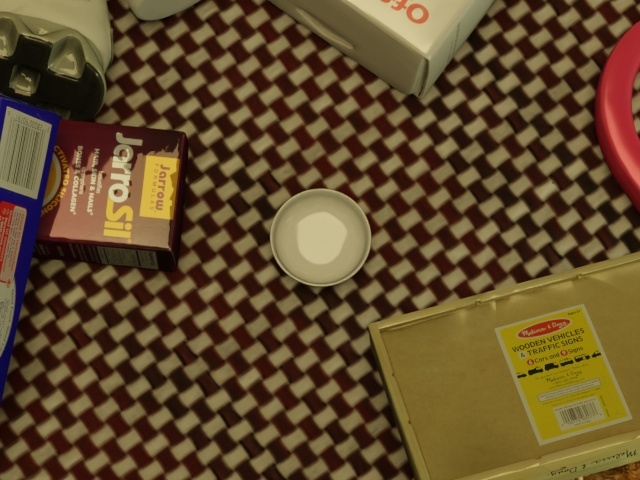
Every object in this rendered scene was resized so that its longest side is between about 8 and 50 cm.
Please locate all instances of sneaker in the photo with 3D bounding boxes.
[{"bbox_3d":[-0.329,-0.205,1.580,0.331,0.122,0.146,19,46,-15],"label":"sneaker"}]

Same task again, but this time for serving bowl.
[{"bbox_3d":[0.000,0.000,1.597,0.083,0.027,0.083,0,77,-1],"label":"serving bowl"}]

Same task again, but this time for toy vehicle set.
[{"bbox_3d":[0.187,0.106,1.509,0.267,0.035,0.166,-14,53,-4],"label":"toy vehicle set"}]

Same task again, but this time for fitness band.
[{"bbox_3d":[0.360,-0.073,1.616,0.209,0.054,0.291,-35,80,-6],"label":"fitness band"}]

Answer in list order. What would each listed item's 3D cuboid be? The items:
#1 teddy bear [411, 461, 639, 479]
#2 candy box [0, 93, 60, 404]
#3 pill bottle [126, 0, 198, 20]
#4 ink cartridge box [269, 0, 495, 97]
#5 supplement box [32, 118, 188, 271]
[{"bbox_3d":[0.148,0.256,1.502,0.338,0.113,0.245,6,75,-1],"label":"teddy bear"},{"bbox_3d":[-0.388,0.000,1.484,0.317,0.122,0.268,10,86,16],"label":"candy box"},{"bbox_3d":[-0.164,-0.297,1.613,0.119,0.119,0.208,-29,80,-8],"label":"pill bottle"},{"bbox_3d":[0.085,-0.290,1.621,0.198,0.115,0.273,35,79,6],"label":"ink cartridge box"},{"bbox_3d":[-0.206,-0.041,1.572,0.188,0.081,0.104,5,77,-1],"label":"supplement box"}]
